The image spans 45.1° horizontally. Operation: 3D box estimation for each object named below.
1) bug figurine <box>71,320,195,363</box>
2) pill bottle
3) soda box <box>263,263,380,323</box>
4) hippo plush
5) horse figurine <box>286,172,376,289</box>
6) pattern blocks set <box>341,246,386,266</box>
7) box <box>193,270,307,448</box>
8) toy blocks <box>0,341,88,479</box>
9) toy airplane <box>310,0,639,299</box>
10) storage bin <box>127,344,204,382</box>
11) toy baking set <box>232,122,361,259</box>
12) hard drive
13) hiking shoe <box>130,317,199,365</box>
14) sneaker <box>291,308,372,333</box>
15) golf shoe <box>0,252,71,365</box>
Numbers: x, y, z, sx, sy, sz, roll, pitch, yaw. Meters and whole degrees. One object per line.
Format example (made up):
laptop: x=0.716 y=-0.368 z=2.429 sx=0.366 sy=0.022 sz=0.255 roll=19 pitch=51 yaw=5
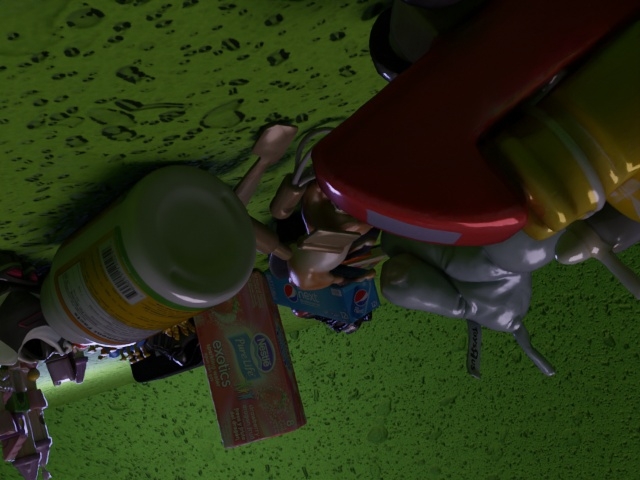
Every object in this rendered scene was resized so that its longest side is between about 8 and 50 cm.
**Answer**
bug figurine: x=-0.349 y=0.167 z=1.454 sx=0.216 sy=0.072 sz=0.279 roll=-23 pitch=167 yaw=-5
pill bottle: x=-0.187 y=0.030 z=0.780 sx=0.136 sy=0.136 sz=0.246 roll=-7 pitch=166 yaw=-44
soda box: x=-0.001 y=0.079 z=1.302 sx=0.071 sy=0.067 sz=0.210 roll=-29 pitch=-156 yaw=-34
hippo plush: x=0.210 y=0.004 z=1.029 sx=0.234 sy=0.294 sz=0.236 roll=-1 pitch=148 yaw=-10
horse figurine: x=0.022 y=0.002 z=0.984 sx=0.175 sy=0.066 sz=0.263 roll=-10 pitch=152 yaw=-31
pattern blocks set: x=0.051 y=0.052 z=1.623 sx=0.325 sy=0.026 sz=0.285 roll=-13 pitch=169 yaw=-20
box: x=-0.136 y=0.222 z=1.454 sx=0.142 sy=0.299 sz=0.154 roll=-16 pitch=169 yaw=3
toy blocks: x=-0.571 y=0.337 z=1.478 sx=0.309 sy=0.260 sz=0.288 roll=-16 pitch=170 yaw=-5
toy airplane: x=0.237 y=-0.087 z=0.447 sx=0.386 sy=0.272 sz=0.384 roll=-6 pitch=165 yaw=-45
storage bin: x=-0.332 y=0.235 z=1.717 sx=0.180 sy=0.122 sz=0.084 roll=-20 pitch=170 yaw=16
toy baking set: x=-0.022 y=-0.049 z=0.807 sx=0.197 sy=0.030 sz=0.256 roll=-27 pitch=148 yaw=25
hard drive: x=0.000 y=0.000 z=1.169 sx=0.172 sy=0.054 sz=0.254 roll=-16 pitch=170 yaw=-4
hiking shoe: x=-0.320 y=0.213 z=1.620 sx=0.227 sy=0.114 sz=0.086 roll=-22 pitch=159 yaw=15
sneaker: x=0.041 y=0.185 z=2.035 sx=0.276 sy=0.135 sz=0.098 roll=-5 pitch=167 yaw=-45
golf shoe: x=-0.336 y=0.091 z=0.929 sx=0.105 sy=0.120 sz=0.273 roll=-21 pitch=171 yaw=12
